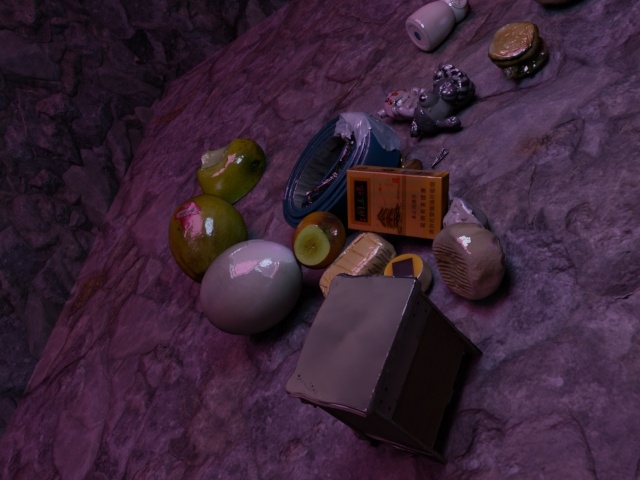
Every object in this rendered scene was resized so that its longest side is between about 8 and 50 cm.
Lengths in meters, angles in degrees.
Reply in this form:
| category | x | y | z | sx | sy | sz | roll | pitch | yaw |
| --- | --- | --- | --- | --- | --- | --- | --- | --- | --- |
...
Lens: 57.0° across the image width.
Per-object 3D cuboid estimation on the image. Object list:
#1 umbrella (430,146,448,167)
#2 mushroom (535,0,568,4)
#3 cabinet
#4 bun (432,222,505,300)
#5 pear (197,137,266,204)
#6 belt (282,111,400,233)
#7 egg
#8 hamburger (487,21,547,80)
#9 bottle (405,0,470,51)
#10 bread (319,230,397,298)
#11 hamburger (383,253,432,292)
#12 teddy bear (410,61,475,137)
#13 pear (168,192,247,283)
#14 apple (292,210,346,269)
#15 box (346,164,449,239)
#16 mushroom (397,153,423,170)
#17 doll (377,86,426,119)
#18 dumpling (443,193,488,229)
| category | x | y | z | sx | sy | sz | roll | pitch | yaw |
| --- | --- | --- | --- | --- | --- | --- | --- | --- | --- |
| umbrella | 0.363 | -0.255 | 1.800 | 0.083 | 0.020 | 0.031 | -55 | 35 | -2 |
| mushroom | 0.767 | -0.849 | 1.844 | 0.278 | 0.146 | 0.278 | -36 | 36 | 33 |
| cabinet | 0.145 | 0.273 | 1.257 | 0.228 | 0.318 | 0.289 | -1 | 56 | 44 |
| bun | 0.359 | 0.042 | 1.405 | 0.128 | 0.178 | 0.193 | -20 | 14 | -15 |
| pear | -0.368 | -0.312 | 2.494 | 0.282 | 0.176 | 0.286 | -24 | 42 | 27 |
| belt | 0.056 | -0.203 | 1.856 | 0.436 | 0.173 | 0.300 | -47 | 44 | 23 |
| egg | -0.197 | 0.131 | 1.783 | 0.336 | 0.278 | 0.278 | -32 | 38 | 25 |
| hamburger | 0.591 | -0.554 | 1.762 | 0.159 | 0.131 | 0.184 | 12 | 71 | 41 |
| bottle | 0.443 | -0.822 | 2.166 | 0.236 | 0.147 | 0.147 | -40 | 35 | -3 |
| bread | 0.108 | 0.087 | 1.657 | 0.236 | 0.106 | 0.140 | -47 | 36 | 2 |
| hamburger | 0.224 | 0.102 | 1.546 | 0.141 | 0.081 | 0.126 | -29 | 40 | 5 |
| teddy bear | 0.384 | -0.430 | 1.845 | 0.171 | 0.144 | 0.251 | 26 | 79 | 39 |
| pear | -0.411 | 0.011 | 2.150 | 0.287 | 0.287 | 0.375 | -29 | 55 | 24 |
| apple | -0.004 | -0.005 | 1.708 | 0.147 | 0.146 | 0.163 | -43 | 5 | 42 |
| box | 0.209 | -0.107 | 1.612 | 0.274 | 0.174 | 0.076 | 8 | 21 | 27 |
| mushroom | 0.257 | -0.202 | 1.803 | 0.126 | 0.085 | 0.109 | -20 | 54 | 47 |
| doll | 0.290 | -0.463 | 2.012 | 0.149 | 0.095 | 0.192 | -45 | 33 | -7 |
| dumpling | 0.365 | -0.052 | 1.501 | 0.108 | 0.127 | 0.188 | -30 | 44 | 9 |
